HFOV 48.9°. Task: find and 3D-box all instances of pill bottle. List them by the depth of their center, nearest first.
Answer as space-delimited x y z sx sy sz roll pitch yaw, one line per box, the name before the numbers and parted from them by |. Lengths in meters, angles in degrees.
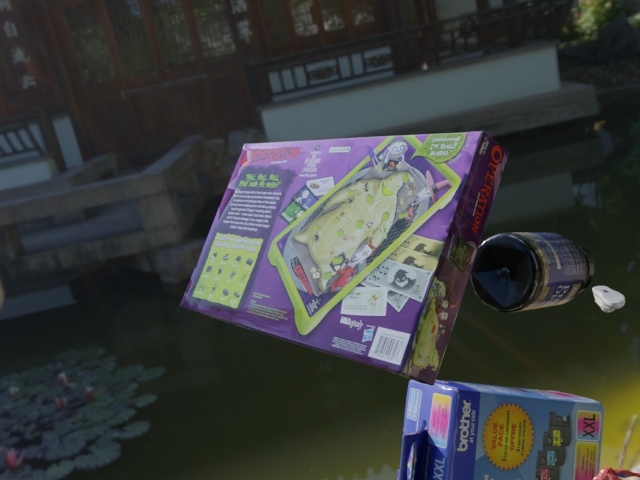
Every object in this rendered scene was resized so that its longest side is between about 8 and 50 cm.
pill bottle | 0.348 0.047 1.130 0.219 0.123 0.122 -1 3 -45

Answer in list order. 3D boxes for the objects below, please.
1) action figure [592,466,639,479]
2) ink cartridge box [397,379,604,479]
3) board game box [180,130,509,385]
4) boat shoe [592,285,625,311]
action figure | 0.279 0.227 0.630 0.115 0.038 0.030 25 -23 -30
ink cartridge box | 0.285 0.389 1.218 0.395 0.270 0.151 10 -8 -23
board game box | 0.000 0.000 0.684 0.056 0.208 0.346 24 -10 -38
boat shoe | 0.501 0.107 1.225 0.035 0.035 0.100 -10 10 0
